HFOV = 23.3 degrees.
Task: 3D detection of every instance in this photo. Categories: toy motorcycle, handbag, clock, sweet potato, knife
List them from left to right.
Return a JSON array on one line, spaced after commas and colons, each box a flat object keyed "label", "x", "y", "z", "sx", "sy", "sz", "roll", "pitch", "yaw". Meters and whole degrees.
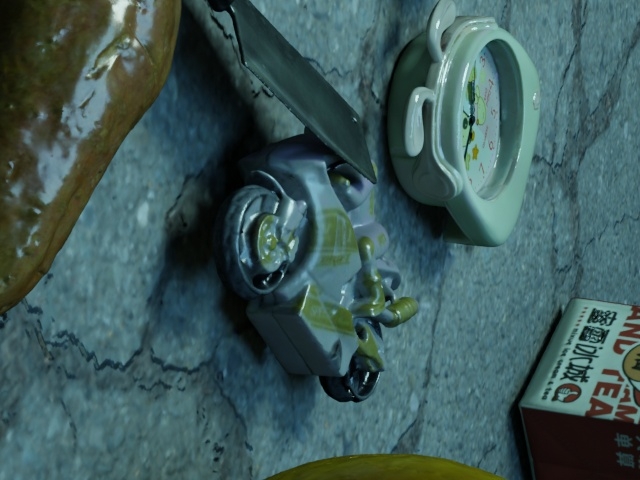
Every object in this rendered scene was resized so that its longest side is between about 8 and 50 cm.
[{"label": "sweet potato", "x": -0.120, "y": -0.076, "z": 0.702, "sx": 0.097, "sy": 0.097, "sz": 0.252, "roll": 37, "pitch": 67, "yaw": -58}, {"label": "knife", "x": -0.033, "y": -0.109, "z": 0.862, "sx": 0.245, "sy": 0.019, "sz": 0.072, "roll": 41, "pitch": 25, "yaw": -45}, {"label": "toy motorcycle", "x": 0.000, "y": 0.000, "z": 0.958, "sx": 0.225, "sy": 0.073, "sz": 0.152, "roll": 50, "pitch": 48, "yaw": -53}, {"label": "clock", "x": 0.102, "y": -0.091, "z": 1.143, "sx": 0.191, "sy": 0.062, "sz": 0.152, "roll": 40, "pitch": 61, "yaw": -57}, {"label": "handbag", "x": 0.343, "y": 0.162, "z": 1.389, "sx": 0.171, "sy": 0.298, "sz": 0.151, "roll": -55, "pitch": 140, "yaw": -43}]

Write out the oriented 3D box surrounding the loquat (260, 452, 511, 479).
[{"label": "loquat", "x": 0.013, "y": 0.282, "z": 0.796, "sx": 0.359, "sy": 0.328, "sz": 0.328, "roll": -13, "pitch": 109, "yaw": -28}]
